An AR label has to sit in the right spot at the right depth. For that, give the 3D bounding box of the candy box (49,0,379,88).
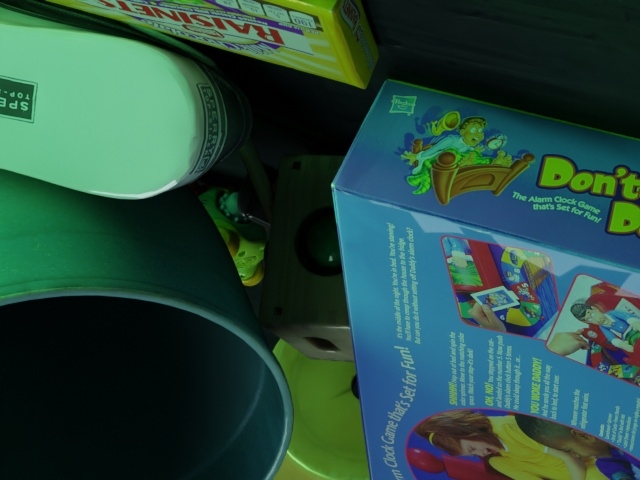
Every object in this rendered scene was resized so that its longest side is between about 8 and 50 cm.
[{"bbox_3d":[-0.078,-0.121,0.668,0.206,0.027,0.105,17,173,13],"label":"candy box"}]

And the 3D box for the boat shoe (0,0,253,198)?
[{"bbox_3d":[-0.181,-0.097,0.793,0.301,0.108,0.102,13,-167,15],"label":"boat shoe"}]

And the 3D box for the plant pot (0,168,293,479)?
[{"bbox_3d":[-0.178,0.036,0.901,0.272,0.272,0.255,27,-150,-38],"label":"plant pot"}]

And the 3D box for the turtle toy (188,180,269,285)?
[{"bbox_3d":[-0.095,-0.016,1.140,0.130,0.066,0.095,16,168,18],"label":"turtle toy"}]

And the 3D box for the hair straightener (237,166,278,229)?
[{"bbox_3d":[0.029,-0.001,1.090,0.230,0.047,0.089,21,171,-37],"label":"hair straightener"}]

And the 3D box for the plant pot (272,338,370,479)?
[{"bbox_3d":[0.062,0.176,1.368,0.291,0.291,0.203,15,152,22],"label":"plant pot"}]

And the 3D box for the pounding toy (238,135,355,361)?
[{"bbox_3d":[0.000,0.000,0.930,0.100,0.130,0.141,2,165,18],"label":"pounding toy"}]

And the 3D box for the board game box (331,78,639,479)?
[{"bbox_3d":[0.140,0.079,0.821,0.233,0.078,0.347,16,146,17],"label":"board game box"}]
